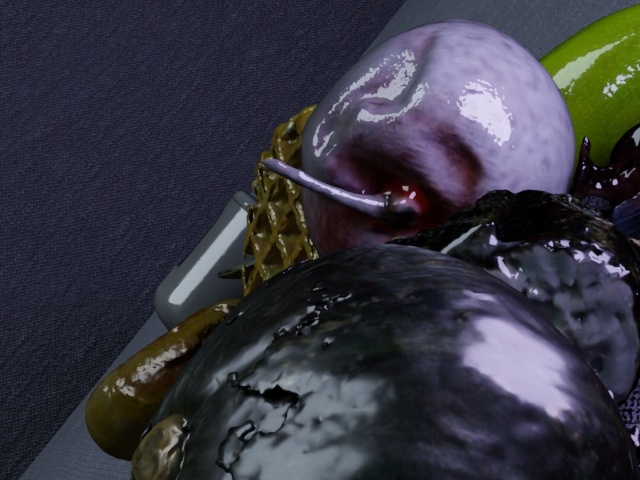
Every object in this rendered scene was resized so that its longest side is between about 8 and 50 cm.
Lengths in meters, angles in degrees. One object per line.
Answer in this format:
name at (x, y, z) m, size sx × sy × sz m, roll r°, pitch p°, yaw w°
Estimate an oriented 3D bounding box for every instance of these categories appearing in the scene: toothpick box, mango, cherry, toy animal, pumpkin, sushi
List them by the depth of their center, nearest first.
pumpkin at (0.025, 0.216, 0.969) m, size 0.454 × 0.344 × 0.454 m, roll -54°, pitch 13°, yaw 19°
sushi at (0.135, 0.079, 1.219) m, size 0.350 × 0.211 × 0.171 m, roll -22°, pitch 14°, yaw 22°
toy animal at (0.352, -0.065, 1.382) m, size 0.180 × 0.116 × 0.218 m, roll -12°, pitch 19°, yaw 18°
cherry at (0.128, -0.098, 1.431) m, size 0.326 × 0.291 × 0.335 m, roll 104°, pitch -168°, yaw -62°
mango at (0.331, -0.174, 1.593) m, size 0.343 × 0.156 × 0.192 m, roll -39°, pitch 14°, yaw 33°
toothpick box at (-0.160, 0.094, 2.434) m, size 0.316 × 0.229 × 0.229 m, roll -50°, pitch 12°, yaw 0°

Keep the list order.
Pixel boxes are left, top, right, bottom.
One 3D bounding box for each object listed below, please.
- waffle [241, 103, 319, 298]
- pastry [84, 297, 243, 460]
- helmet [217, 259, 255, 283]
waffle at (0.000, 0.000, 1.747) m, size 0.382 × 0.095 × 0.379 m, roll -3°, pitch 82°, yaw 60°
pastry at (-0.206, 0.221, 2.075) m, size 0.356 × 0.164 × 0.356 m, roll -34°, pitch -2°, yaw -2°
helmet at (-0.019, 0.065, 2.102) m, size 0.258 × 0.137 × 0.204 m, roll -24°, pitch 4°, yaw -14°
